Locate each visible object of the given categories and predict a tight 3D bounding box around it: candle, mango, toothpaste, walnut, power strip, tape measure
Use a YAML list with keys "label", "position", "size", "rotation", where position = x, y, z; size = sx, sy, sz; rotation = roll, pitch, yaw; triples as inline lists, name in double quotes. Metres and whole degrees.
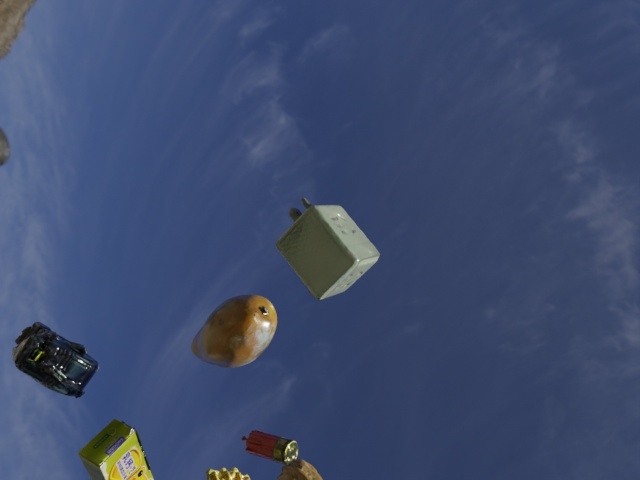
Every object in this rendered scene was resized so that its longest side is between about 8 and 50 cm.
- label: "candle"
  position: [-0.112, 0.426, 1.112]
  size: [0.130, 0.052, 0.052]
  rotation: [1, -99, 32]
- label: "mango"
  position: [-0.275, 0.292, 1.668]
  size: [0.384, 0.221, 0.199]
  rotation: [-32, -78, 39]
- label: "toothpaste"
  position: [-0.471, 0.581, 1.293]
  size: [0.077, 0.110, 0.328]
  rotation: [17, -51, 28]
- label: "walnut"
  position: [-0.037, 0.446, 0.971]
  size: [0.096, 0.079, 0.082]
  rotation: [45, -44, 9]
- label: "power strip"
  position: [0.000, 0.000, 1.196]
  size: [0.139, 0.140, 0.224]
  rotation: [-45, -106, 25]
- label: "tape measure"
  position: [-0.612, 0.277, 1.250]
  size: [0.112, 0.186, 0.199]
  rotation: [-53, -155, -16]

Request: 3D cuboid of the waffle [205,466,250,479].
- label: "waffle"
  position: [-0.303, 0.882, 1.714]
  size: [0.065, 0.309, 0.283]
  rotation: [-9, -131, 50]
